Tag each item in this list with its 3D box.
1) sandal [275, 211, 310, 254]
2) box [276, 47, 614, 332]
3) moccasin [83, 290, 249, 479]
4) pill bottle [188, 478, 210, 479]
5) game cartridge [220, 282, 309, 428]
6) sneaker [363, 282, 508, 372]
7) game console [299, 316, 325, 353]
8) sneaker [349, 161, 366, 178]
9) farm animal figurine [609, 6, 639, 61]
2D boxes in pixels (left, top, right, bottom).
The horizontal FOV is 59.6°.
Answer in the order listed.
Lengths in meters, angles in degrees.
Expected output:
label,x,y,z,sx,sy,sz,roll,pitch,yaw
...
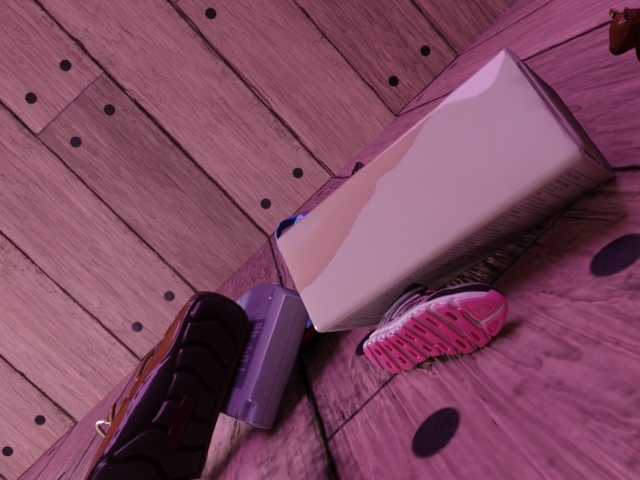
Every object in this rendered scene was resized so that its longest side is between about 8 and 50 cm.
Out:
label,x,y,z,sx,sy,sz,roll,pitch,yaw
sandal,0.000,0.000,1.077,0.126,0.138,0.317,-47,11,-28
box,0.119,-0.031,0.583,0.311,0.121,0.148,-38,-24,28
moccasin,-0.221,0.247,0.747,0.147,0.139,0.379,-35,35,59
pill bottle,-0.118,0.264,0.451,0.208,0.117,0.117,-37,11,36
game cartridge,-0.103,0.163,0.828,0.294,0.060,0.196,-23,50,64
sneaker,0.107,0.068,0.526,0.170,0.063,0.074,-40,15,50
game console,-0.003,0.087,0.826,0.144,0.085,0.124,-45,46,-13
sneaker,0.094,-0.031,0.868,0.283,0.124,0.107,-83,13,-64
farm animal figurine,0.372,-0.241,0.430,0.327,0.172,0.330,-41,10,17
